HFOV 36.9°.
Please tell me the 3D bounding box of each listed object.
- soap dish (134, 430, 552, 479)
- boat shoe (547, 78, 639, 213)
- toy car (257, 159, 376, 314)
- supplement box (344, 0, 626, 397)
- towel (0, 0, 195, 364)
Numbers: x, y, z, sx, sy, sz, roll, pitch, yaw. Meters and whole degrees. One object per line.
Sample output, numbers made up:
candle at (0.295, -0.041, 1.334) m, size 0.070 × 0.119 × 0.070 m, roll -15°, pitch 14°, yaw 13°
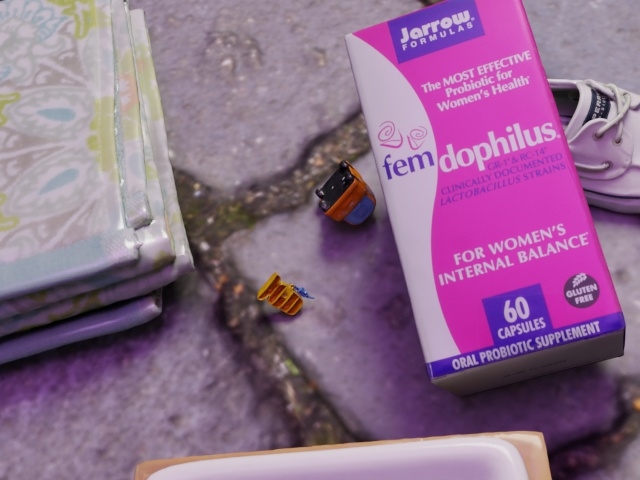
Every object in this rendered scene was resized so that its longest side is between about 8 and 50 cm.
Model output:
soap dish at (0.016, 0.247, 0.469) m, size 0.229 × 0.118 × 0.291 m, roll -7°, pitch 56°, yaw 6°
boat shoe at (0.186, -0.073, 0.673) m, size 0.226 × 0.076 × 0.083 m, roll 2°, pitch 58°, yaw 12°
toy car at (0.000, 0.000, 0.696) m, size 0.040 × 0.060 × 0.122 m, roll 37°, pitch 85°, yaw -17°
supplement box at (0.101, -0.028, 0.592) m, size 0.111 × 0.114 × 0.220 m, roll -17°, pitch 72°, yaw 13°
towel at (-0.296, -0.041, 0.741) m, size 0.374 × 0.090 × 0.321 m, roll -15°, pitch 52°, yaw 1°
